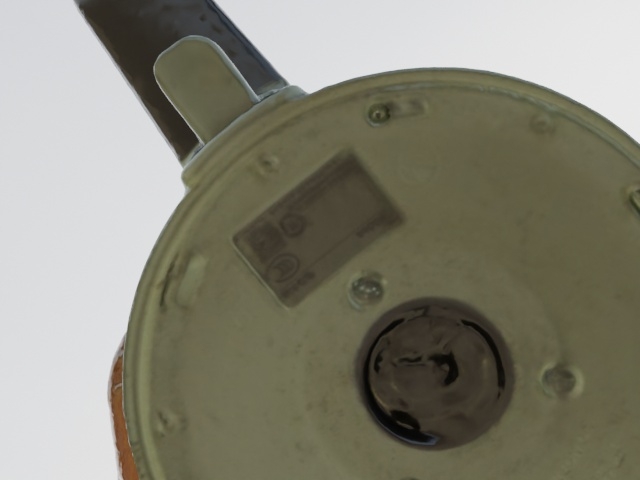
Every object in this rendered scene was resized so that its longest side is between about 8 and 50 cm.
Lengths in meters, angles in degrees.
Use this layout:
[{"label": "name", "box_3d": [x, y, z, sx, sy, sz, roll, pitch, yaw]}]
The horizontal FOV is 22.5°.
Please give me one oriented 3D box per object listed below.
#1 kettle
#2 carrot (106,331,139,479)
[{"label": "kettle", "box_3d": [0.000, 0.000, 0.821, 0.250, 0.377, 0.361, -42, -84, 1]}, {"label": "carrot", "box_3d": [-0.146, 0.182, 1.560, 0.159, 0.159, 0.225, -10, -75, 31]}]
